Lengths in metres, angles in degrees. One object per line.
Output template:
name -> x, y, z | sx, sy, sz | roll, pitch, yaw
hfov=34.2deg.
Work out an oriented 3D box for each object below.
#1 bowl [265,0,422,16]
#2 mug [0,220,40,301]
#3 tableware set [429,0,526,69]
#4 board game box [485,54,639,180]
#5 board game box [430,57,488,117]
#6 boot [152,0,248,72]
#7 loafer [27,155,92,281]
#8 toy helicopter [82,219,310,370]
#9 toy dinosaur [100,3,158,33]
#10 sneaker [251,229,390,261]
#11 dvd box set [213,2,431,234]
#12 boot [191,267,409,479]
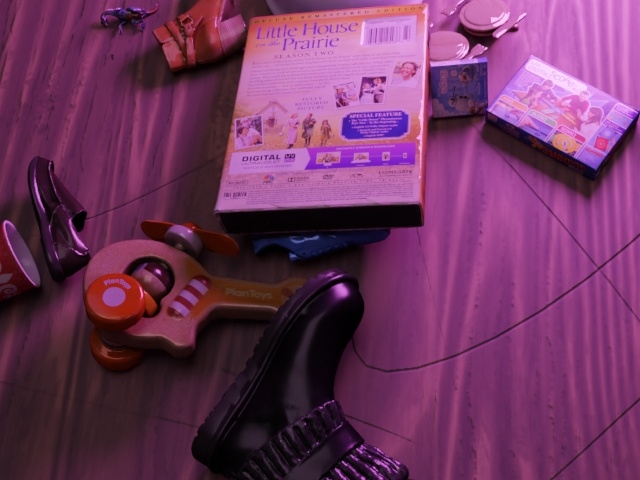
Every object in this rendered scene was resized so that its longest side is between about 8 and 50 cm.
bowl -> 0.039, -0.494, 1.789 | 0.297, 0.134, 0.298 | -2, 61, 4
mug -> -0.527, 0.055, 1.584 | 0.169, 0.150, 0.113 | -26, 98, -4
tableware set -> 0.241, -0.339, 1.738 | 0.194, 0.039, 0.128 | -40, 53, -21
board game box -> 0.382, -0.197, 1.645 | 0.201, 0.035, 0.136 | 33, 70, 21
board game box -> 0.222, -0.243, 1.658 | 0.090, 0.090, 0.020 | -4, 31, 5
boot -> -0.219, -0.386, 1.795 | 0.152, 0.073, 0.197 | -22, 59, -1
loafer -> -0.405, -0.037, 1.627 | 0.078, 0.080, 0.220 | -14, 66, -12
toy helicopter -> -0.169, 0.068, 1.531 | 0.354, 0.140, 0.235 | 6, 53, -3
toy dinosaur -> -0.346, -0.395, 1.842 | 0.082, 0.047, 0.090 | 16, 31, 24
sneaker -> 0.000, 0.000, 1.566 | 0.209, 0.069, 0.082 | 3, 72, 9
dvd box set -> 0.014, -0.197, 1.614 | 0.307, 0.062, 0.421 | -3, 53, 11
boot -> 0.021, 0.232, 1.392 | 0.260, 0.131, 0.348 | 29, 79, 27
